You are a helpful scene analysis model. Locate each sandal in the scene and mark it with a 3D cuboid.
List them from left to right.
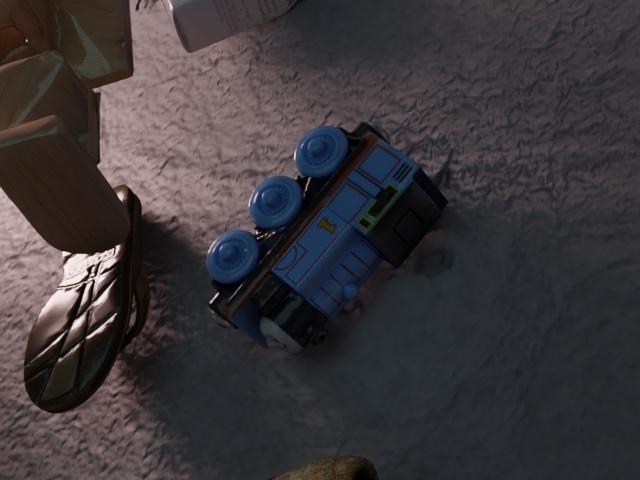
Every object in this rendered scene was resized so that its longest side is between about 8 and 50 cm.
[{"bbox_3d":[-0.168,0.047,1.269,0.090,0.060,0.219,-25,36,21],"label":"sandal"}]

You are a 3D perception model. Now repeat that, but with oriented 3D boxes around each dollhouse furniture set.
[{"bbox_3d":[-0.328,-0.105,1.368,0.394,0.256,0.362,-16,54,11],"label":"dollhouse furniture set"}]

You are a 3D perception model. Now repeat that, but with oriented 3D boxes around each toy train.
[{"bbox_3d":[0.000,0.000,1.173,0.105,0.080,0.184,37,85,36],"label":"toy train"}]

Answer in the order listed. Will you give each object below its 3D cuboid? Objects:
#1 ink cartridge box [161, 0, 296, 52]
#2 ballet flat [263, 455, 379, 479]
[{"bbox_3d":[-0.039,-0.275,1.405,0.232,0.066,0.189,-20,49,-6],"label":"ink cartridge box"},{"bbox_3d":[0.056,0.260,0.952,0.123,0.123,0.348,-37,48,7],"label":"ballet flat"}]
